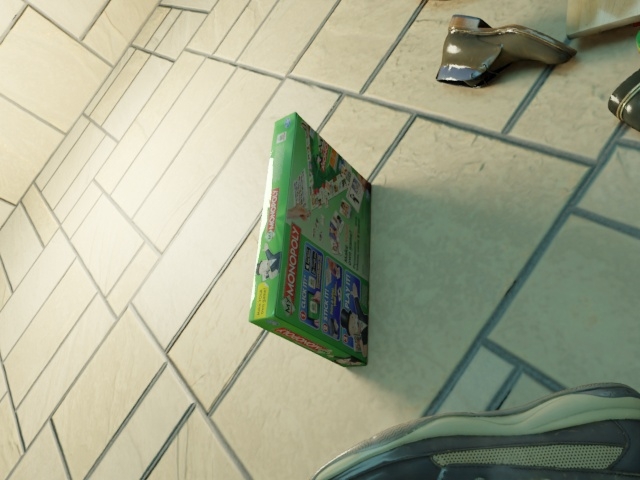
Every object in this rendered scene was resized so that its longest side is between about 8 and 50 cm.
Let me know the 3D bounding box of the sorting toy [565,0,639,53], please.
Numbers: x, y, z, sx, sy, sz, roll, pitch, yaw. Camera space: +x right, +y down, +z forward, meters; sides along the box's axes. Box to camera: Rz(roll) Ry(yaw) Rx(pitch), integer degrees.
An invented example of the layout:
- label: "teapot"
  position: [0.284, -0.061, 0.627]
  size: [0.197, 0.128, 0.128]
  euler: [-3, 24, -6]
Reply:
- label: "sorting toy"
  position: [0.425, -0.350, 0.744]
  size: [0.132, 0.046, 0.275]
  euler: [-4, 63, 39]

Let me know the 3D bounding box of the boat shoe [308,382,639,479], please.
- label: "boat shoe"
  position: [0.150, 0.233, 0.475]
  size: [0.355, 0.132, 0.130]
  euler: [-16, 45, 1]

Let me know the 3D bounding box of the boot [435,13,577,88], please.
- label: "boot"
  position: [0.278, -0.276, 0.824]
  size: [0.219, 0.082, 0.106]
  euler: [36, 112, 42]

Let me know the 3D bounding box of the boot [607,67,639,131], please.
- label: "boot"
  position: [0.459, -0.180, 0.602]
  size: [0.198, 0.076, 0.137]
  euler: [-47, 47, 27]

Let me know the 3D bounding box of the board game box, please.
- label: "board game box"
  position: [0.000, 0.000, 0.773]
  size: [0.046, 0.213, 0.317]
  euler: [-17, 54, 33]
